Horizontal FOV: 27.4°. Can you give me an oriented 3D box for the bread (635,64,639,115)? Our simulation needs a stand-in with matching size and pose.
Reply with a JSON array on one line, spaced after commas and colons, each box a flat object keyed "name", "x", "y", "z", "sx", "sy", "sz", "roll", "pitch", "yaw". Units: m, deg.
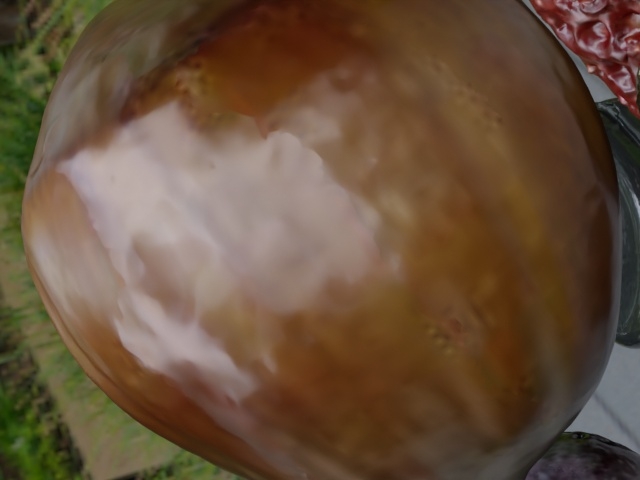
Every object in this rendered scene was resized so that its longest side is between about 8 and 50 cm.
[{"name": "bread", "x": 0.305, "y": -0.121, "z": 0.858, "sx": 0.190, "sy": 0.114, "sz": 0.132, "roll": -28, "pitch": 95, "yaw": 23}]

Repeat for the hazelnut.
[{"name": "hazelnut", "x": 0.000, "y": 0.000, "z": 0.775, "sx": 0.372, "sy": 0.315, "sz": 0.372, "roll": 39, "pitch": 146, "yaw": 34}]

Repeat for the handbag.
[{"name": "handbag", "x": 0.345, "y": -0.019, "z": 1.482, "sx": 0.308, "sy": 0.093, "sz": 0.254, "roll": -113, "pitch": 17, "yaw": -50}]

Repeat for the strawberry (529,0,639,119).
[{"name": "strawberry", "x": 0.320, "y": -0.218, "z": 1.033, "sx": 0.295, "sy": 0.345, "sz": 0.317, "roll": -88, "pitch": 24, "yaw": -58}]

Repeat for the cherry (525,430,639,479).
[{"name": "cherry", "x": 0.177, "y": 0.238, "z": 0.944, "sx": 0.195, "sy": 0.195, "sz": 0.195, "roll": 41, "pitch": 138, "yaw": 51}]
